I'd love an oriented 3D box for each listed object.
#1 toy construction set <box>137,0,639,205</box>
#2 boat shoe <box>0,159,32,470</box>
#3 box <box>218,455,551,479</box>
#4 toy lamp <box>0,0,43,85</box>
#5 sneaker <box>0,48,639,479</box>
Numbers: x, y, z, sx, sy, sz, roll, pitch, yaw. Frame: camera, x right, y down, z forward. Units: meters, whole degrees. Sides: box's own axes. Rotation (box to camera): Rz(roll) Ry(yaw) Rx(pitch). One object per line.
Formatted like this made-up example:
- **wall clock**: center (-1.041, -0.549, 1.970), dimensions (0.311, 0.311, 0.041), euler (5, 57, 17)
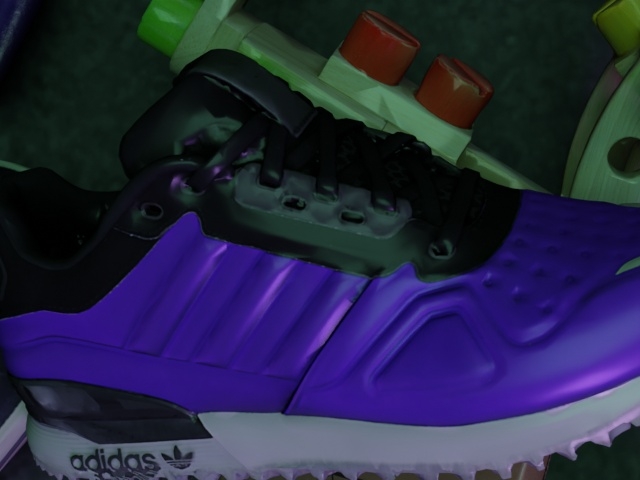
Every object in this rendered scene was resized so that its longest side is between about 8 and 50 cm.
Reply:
- **toy construction set**: center (0.051, -0.070, 0.547), dimensions (0.327, 0.151, 0.215), euler (38, 113, 12)
- **boat shoe**: center (-0.309, 0.082, 0.479), dimensions (0.500, 0.156, 0.187), euler (-24, 58, -23)
- **box**: center (0.000, 0.159, 0.536), dimensions (0.164, 0.021, 0.201), euler (7, 76, 45)
- **toy lamp**: center (-0.150, -0.201, 0.604), dimensions (0.080, 0.080, 0.275), euler (9, 84, 3)
- **sneaker**: center (-0.001, 0.000, 0.456), dimensions (0.293, 0.102, 0.146), euler (-10, 108, 21)
